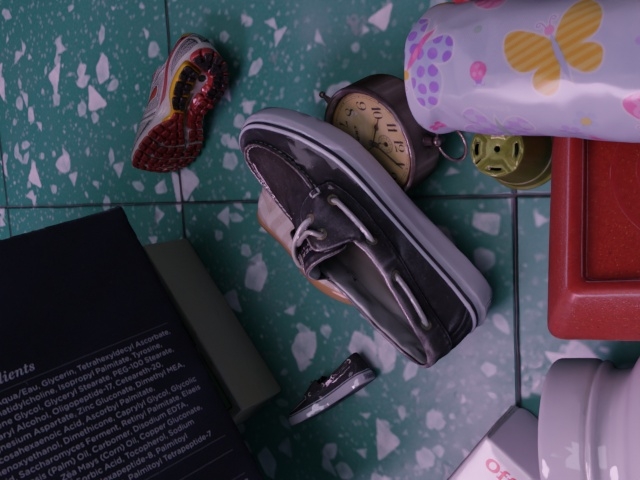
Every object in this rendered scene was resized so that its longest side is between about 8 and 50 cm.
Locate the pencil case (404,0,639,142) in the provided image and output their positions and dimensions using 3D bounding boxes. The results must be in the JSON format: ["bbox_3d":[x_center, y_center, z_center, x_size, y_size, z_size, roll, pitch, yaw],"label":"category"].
[{"bbox_3d":[0.198,-0.128,0.471,0.273,0.124,0.113,13,95,39],"label":"pencil case"}]

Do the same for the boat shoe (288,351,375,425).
[{"bbox_3d":[0.009,0.190,0.794,0.142,0.049,0.040,-39,69,27],"label":"boat shoe"}]

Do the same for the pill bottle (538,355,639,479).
[{"bbox_3d":[0.347,0.164,0.456,0.334,0.188,0.187,-5,94,36],"label":"pill bottle"}]

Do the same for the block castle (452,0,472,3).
[{"bbox_3d":[0.226,-0.407,0.448,0.453,0.213,0.302,-26,87,38],"label":"block castle"}]

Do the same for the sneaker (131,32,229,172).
[{"bbox_3d":[-0.200,-0.185,0.873,0.225,0.088,0.092,-51,48,30],"label":"sneaker"}]

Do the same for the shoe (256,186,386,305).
[{"bbox_3d":[0.000,0.000,0.744,0.219,0.077,0.058,39,139,27],"label":"shoe"}]

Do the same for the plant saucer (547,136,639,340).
[{"bbox_3d":[0.302,-0.053,0.479,0.259,0.048,0.258,-4,69,35],"label":"plant saucer"}]

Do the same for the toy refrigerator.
[{"bbox_3d":[-0.182,0.137,0.891,0.102,0.094,0.269,-44,72,32],"label":"toy refrigerator"}]

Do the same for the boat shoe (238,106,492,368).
[{"bbox_3d":[0.026,-0.009,0.650,0.335,0.119,0.121,41,149,11],"label":"boat shoe"}]

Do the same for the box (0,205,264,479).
[{"bbox_3d":[-0.333,0.296,0.823,0.471,0.297,0.480,58,143,12],"label":"box"}]

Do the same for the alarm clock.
[{"bbox_3d":[0.080,-0.108,0.658,0.192,0.064,0.129,19,132,50],"label":"alarm clock"}]

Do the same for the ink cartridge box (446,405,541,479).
[{"bbox_3d":[0.191,0.309,0.650,0.160,0.093,0.219,40,118,24],"label":"ink cartridge box"}]

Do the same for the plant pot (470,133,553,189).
[{"bbox_3d":[0.182,-0.088,0.603,0.083,0.079,0.083,7,101,36],"label":"plant pot"}]
